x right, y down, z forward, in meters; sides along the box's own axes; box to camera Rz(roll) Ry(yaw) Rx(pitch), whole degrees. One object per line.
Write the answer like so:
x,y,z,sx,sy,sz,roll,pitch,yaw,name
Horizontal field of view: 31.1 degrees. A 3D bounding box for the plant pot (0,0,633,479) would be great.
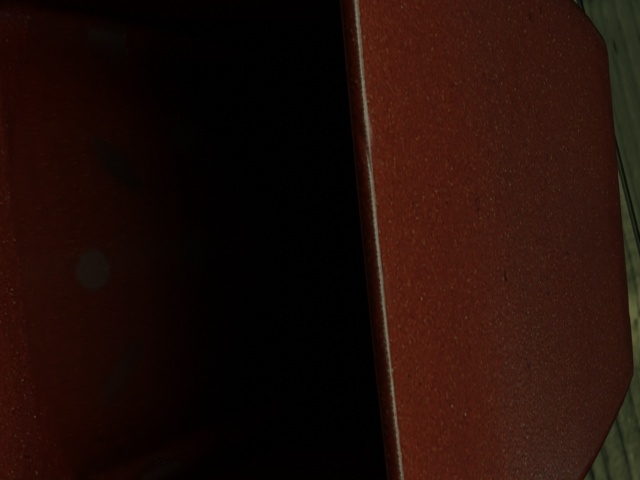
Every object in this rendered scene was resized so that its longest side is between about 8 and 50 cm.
0.000,0.000,0.515,0.236,0.267,0.267,-9,95,-46,plant pot
